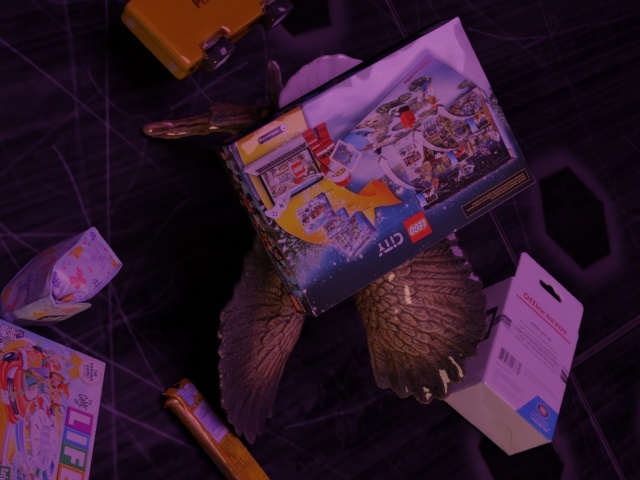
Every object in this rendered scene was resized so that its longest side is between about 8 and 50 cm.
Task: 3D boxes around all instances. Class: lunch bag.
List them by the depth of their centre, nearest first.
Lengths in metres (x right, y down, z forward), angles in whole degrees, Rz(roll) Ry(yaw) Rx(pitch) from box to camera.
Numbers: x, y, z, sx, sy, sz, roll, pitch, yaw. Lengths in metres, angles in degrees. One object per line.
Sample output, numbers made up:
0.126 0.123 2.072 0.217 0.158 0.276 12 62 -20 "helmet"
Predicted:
-0.210 0.037 1.369 0.053 0.071 0.083 56 40 -13 "lunch bag"

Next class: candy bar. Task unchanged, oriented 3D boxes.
-0.078 0.184 1.463 0.161 0.018 0.040 52 40 -11 "candy bar"

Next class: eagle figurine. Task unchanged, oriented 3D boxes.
0.003 0.004 1.512 0.225 0.226 0.298 27 43 -60 "eagle figurine"

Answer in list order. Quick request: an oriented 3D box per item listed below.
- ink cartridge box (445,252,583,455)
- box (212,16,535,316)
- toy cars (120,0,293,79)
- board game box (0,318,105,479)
0.198 0.113 1.740 0.104 0.060 0.180 41 46 -21 "ink cartridge box"
0.048 -0.063 1.428 0.233 0.044 0.159 -30 103 -18 "box"
-0.115 -0.296 1.626 0.176 0.087 0.394 14 55 -26 "toy cars"
-0.225 0.149 1.329 0.103 0.026 0.154 27 53 -33 "board game box"
